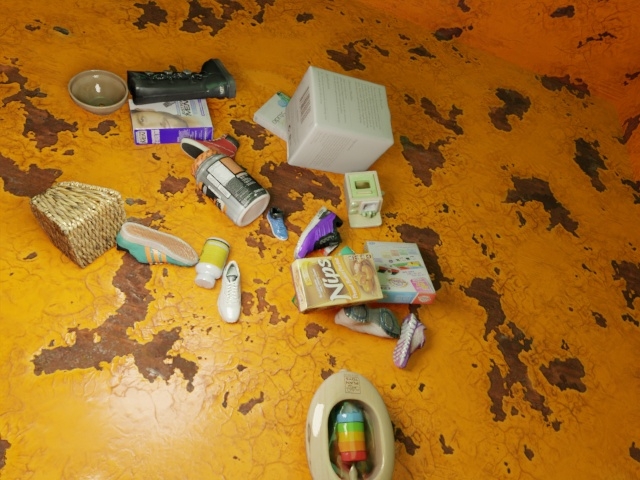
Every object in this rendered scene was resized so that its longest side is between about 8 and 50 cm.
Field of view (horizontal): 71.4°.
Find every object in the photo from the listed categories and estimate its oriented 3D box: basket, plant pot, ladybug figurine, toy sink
[{"bbox_3d":[-0.842,-0.086,1.569,0.214,0.299,0.223,38,58,9],"label":"basket"},{"bbox_3d":[-0.976,-0.635,1.975,0.238,0.109,0.237,8,59,-14],"label":"plant pot"},{"bbox_3d":[0.088,0.664,1.493,0.305,0.162,0.448,9,58,-13],"label":"ladybug figurine"},{"bbox_3d":[0.198,-0.191,2.051,0.153,0.131,0.234,-4,61,-4],"label":"toy sink"}]

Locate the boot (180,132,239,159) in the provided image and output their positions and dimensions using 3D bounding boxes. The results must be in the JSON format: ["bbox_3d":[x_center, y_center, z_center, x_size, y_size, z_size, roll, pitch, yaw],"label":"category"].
[{"bbox_3d":[-0.498,-0.440,2.028,0.245,0.088,0.176,20,55,-15],"label":"boot"}]

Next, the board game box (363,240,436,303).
[{"bbox_3d":[0.323,0.129,1.879,0.243,0.064,0.316,3,39,-8],"label":"board game box"}]

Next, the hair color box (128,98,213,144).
[{"bbox_3d":[-0.675,-0.541,2.018,0.339,0.110,0.185,-9,63,-21],"label":"hair color box"}]

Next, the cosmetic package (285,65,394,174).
[{"bbox_3d":[0.077,-0.535,2.072,0.394,0.327,0.329,7,65,-24],"label":"cosmetic package"}]

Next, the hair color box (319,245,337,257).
[{"bbox_3d":[0.000,0.000,1.942,0.141,0.043,0.072,43,57,11],"label":"hair color box"}]

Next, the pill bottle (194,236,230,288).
[{"bbox_3d":[-0.420,0.087,1.717,0.103,0.103,0.184,17,56,-8],"label":"pill bottle"}]

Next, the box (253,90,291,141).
[{"bbox_3d":[-0.143,-0.601,2.255,0.322,0.058,0.232,33,56,2],"label":"box"}]

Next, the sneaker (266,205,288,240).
[{"bbox_3d":[-0.179,-0.077,1.906,0.058,0.084,0.152,-17,66,-26],"label":"sneaker"}]

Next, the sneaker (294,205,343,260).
[{"bbox_3d":[0.005,-0.012,1.863,0.146,0.102,0.293,32,57,3],"label":"sneaker"}]

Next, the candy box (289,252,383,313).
[{"bbox_3d":[0.060,0.153,1.642,0.317,0.087,0.182,-4,70,-26],"label":"candy box"}]

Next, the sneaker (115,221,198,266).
[{"bbox_3d":[-0.620,0.040,1.693,0.302,0.121,0.108,27,31,-22],"label":"sneaker"}]

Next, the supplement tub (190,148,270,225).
[{"bbox_3d":[-0.382,-0.225,1.866,0.316,0.193,0.194,43,57,11],"label":"supplement tub"}]

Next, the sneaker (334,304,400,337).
[{"bbox_3d":[0.189,0.321,1.772,0.297,0.129,0.110,26,51,-24],"label":"sneaker"}]

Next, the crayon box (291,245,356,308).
[{"bbox_3d":[0.021,0.157,1.779,0.081,0.165,0.278,45,57,11],"label":"crayon box"}]

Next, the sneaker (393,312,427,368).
[{"bbox_3d":[0.367,0.411,1.786,0.105,0.095,0.236,32,54,-7],"label":"sneaker"}]

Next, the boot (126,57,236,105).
[{"bbox_3d":[-0.661,-0.737,2.060,0.446,0.146,0.367,-15,36,-24],"label":"boot"}]

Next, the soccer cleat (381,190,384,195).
[{"bbox_3d":[0.283,-0.227,2.177,0.083,0.035,0.029,-19,67,-26],"label":"soccer cleat"}]

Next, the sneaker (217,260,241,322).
[{"bbox_3d":[-0.340,0.193,1.685,0.090,0.094,0.234,2,61,-19],"label":"sneaker"}]
